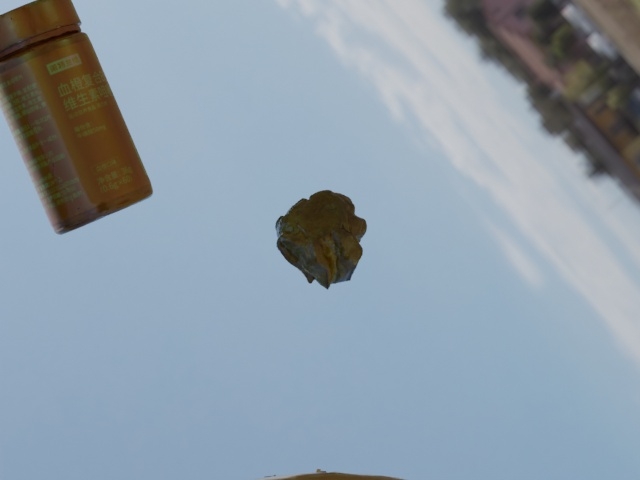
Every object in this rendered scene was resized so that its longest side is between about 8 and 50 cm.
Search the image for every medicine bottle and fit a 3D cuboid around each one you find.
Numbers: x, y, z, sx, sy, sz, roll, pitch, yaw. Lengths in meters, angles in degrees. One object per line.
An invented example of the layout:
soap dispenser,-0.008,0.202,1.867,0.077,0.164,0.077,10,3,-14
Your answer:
medicine bottle,-0.223,-0.109,1.479,0.096,0.096,0.192,-39,-73,-80

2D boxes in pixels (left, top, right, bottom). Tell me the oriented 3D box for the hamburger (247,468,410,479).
hamburger,-0.014,0.248,0.945,0.304,0.284,0.174,84,176,-60

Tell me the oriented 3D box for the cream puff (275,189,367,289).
cream puff,0.000,0.000,1.344,0.083,0.083,0.058,44,149,42
